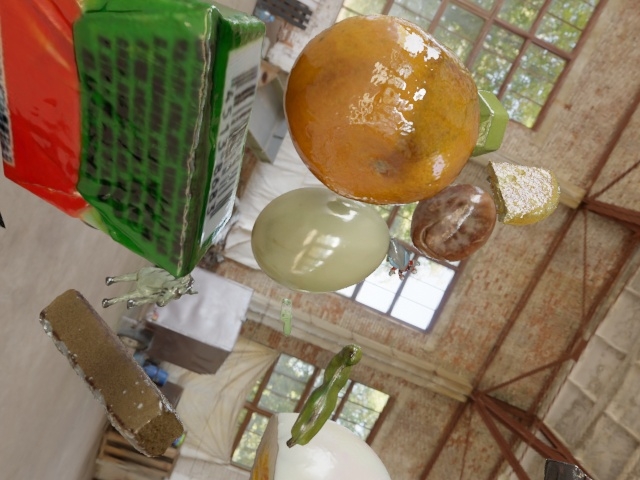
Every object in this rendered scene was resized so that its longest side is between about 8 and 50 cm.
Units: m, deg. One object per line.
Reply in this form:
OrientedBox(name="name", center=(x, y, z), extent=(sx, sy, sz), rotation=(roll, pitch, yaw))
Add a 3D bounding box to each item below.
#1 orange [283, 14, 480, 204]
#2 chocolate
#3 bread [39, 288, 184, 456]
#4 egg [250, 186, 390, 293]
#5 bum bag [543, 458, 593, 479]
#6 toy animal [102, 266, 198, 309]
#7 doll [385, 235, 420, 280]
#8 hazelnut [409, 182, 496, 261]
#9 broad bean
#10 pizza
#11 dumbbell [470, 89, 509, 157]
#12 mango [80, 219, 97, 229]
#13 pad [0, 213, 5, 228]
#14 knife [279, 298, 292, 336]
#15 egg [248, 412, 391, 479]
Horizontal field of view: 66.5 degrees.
OrientedBox(name="orange", center=(0.073, -0.154, 0.590), extent=(0.240, 0.240, 0.171), rotation=(125, -12, -57))
OrientedBox(name="chocolate", center=(-0.260, -0.185, 0.655), extent=(0.161, 0.341, 0.360), rotation=(-46, 160, -52))
OrientedBox(name="bread", center=(-0.456, 0.282, 1.058), extent=(0.113, 0.416, 0.165), rotation=(-41, 146, -22))
OrientedBox(name="egg", center=(0.000, 0.000, 0.850), extent=(0.186, 0.241, 0.186), rotation=(3, 90, -90))
OrientedBox(name="bum bag", center=(0.242, 0.285, 0.480), extent=(0.058, 0.034, 0.124), rotation=(1, -100, 41))
OrientedBox(name="toy animal", center=(-0.296, 0.085, 0.902), extent=(0.217, 0.176, 0.073), rotation=(68, 16, -85))
OrientedBox(name="doll", center=(0.145, 0.034, 0.898), extent=(0.114, 0.057, 0.039), rotation=(58, 44, -43))
OrientedBox(name="hazelnut", center=(0.228, -0.035, 0.850), extent=(0.154, 0.143, 0.143), rotation=(-29, -156, 23))
OrientedBox(name="broad bean", center=(0.007, 0.265, 0.823), extent=(0.214, 0.048, 0.070), rotation=(-60, 175, 3))
OrientedBox(name="pizza", center=(0.484, -0.124, 1.203), extent=(0.292, 0.197, 0.058), rotation=(-38, 159, -37))
OrientedBox(name="dumbbell", center=(0.184, -0.198, 0.816), extent=(0.121, 0.302, 0.108), rotation=(-9, -93, 57))
OrientedBox(name="mango", center=(-0.608, -0.129, 1.465), extent=(0.152, 0.287, 0.201), rotation=(14, -85, 40))
OrientedBox(name="pad", center=(-0.542, -0.151, 0.731), extent=(0.265, 0.009, 0.159), rotation=(69, -20, 2))
OrientedBox(name="knife", center=(-0.083, 0.189, 1.176), extent=(0.207, 0.030, 0.014), rotation=(97, -4, -56))
OrientedBox(name="egg", center=(0.012, 0.607, 1.143), extent=(0.354, 0.339, 0.354), rotation=(-165, -90, -80))
